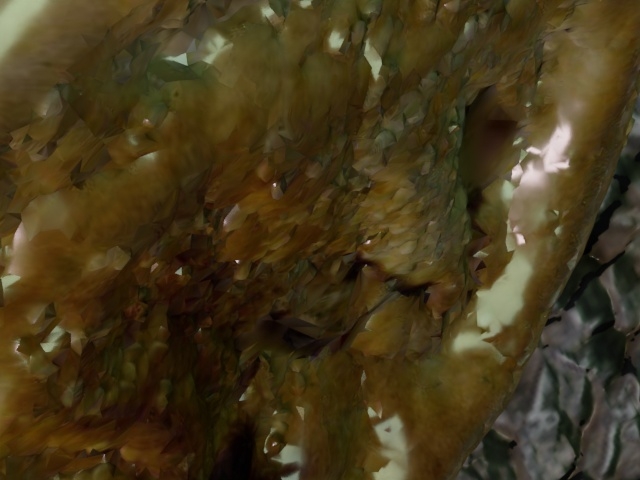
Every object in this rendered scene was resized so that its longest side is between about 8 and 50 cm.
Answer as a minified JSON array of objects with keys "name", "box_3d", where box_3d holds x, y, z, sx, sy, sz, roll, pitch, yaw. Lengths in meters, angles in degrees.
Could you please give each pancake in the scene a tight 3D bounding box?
[{"name":"pancake","box_3d":[-0.001,-0.001,0.471,0.356,0.065,0.356,-34,141,-34]}]
